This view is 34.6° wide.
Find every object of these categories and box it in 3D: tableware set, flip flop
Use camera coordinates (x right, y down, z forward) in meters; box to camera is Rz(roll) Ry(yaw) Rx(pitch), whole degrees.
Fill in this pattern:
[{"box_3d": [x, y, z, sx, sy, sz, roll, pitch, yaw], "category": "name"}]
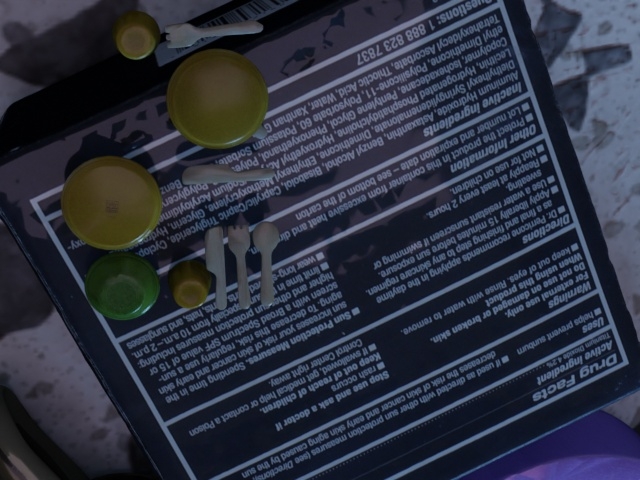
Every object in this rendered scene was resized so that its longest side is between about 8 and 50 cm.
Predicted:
[{"box_3d": [-0.075, -0.034, 0.501, 0.104, 0.024, 0.154, -5, 111, -7], "category": "tableware set"}, {"box_3d": [-0.133, 0.195, 0.727, 0.080, 0.112, 0.277, -42, 108, -12], "category": "flip flop"}]

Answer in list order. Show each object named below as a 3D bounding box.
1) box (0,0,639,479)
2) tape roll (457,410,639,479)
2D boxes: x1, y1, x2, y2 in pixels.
[{"box_3d": [0.000, 0.000, 0.636, 0.296, 0.183, 0.294, -25, 111, -2], "category": "box"}, {"box_3d": [0.175, 0.270, 0.825, 0.275, 0.090, 0.274, -5, 111, -12], "category": "tape roll"}]
